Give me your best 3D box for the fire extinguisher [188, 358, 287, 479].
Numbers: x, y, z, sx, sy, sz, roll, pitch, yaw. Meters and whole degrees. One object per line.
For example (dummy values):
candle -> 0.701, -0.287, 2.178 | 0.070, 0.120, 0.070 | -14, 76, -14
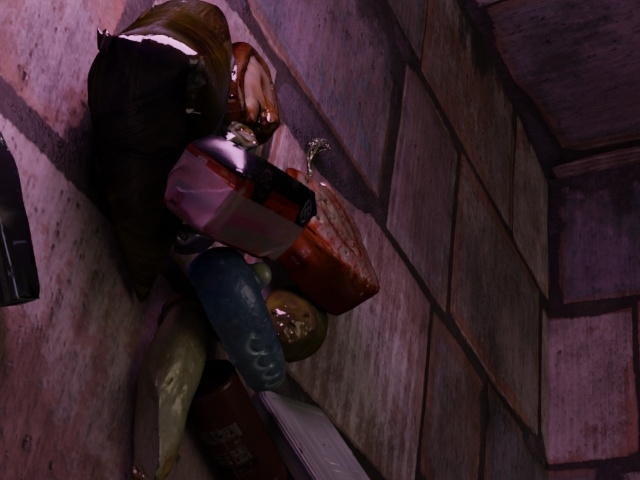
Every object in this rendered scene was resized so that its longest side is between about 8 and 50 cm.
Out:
fire extinguisher -> -0.143, 0.375, 1.764 | 0.147, 0.106, 0.337 | -41, 119, -34

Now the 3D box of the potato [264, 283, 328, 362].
potato -> -0.054, 0.161, 2.013 | 0.251, 0.113, 0.149 | -40, 108, -77

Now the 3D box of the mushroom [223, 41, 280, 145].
mushroom -> -0.161, -0.269, 1.956 | 0.231, 0.138, 0.194 | 27, 42, -72

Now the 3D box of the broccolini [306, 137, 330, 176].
broccolini -> -0.017, -0.148, 2.309 | 0.052, 0.054, 0.194 | 17, 69, -28

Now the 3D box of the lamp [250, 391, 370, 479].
lamp -> -0.002, 0.406, 1.941 | 0.269, 0.047, 0.266 | 53, 10, 30

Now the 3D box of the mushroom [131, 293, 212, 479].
mushroom -> -0.240, 0.227, 1.629 | 0.107, 0.087, 0.333 | 48, 38, -32

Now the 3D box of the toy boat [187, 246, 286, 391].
toy boat -> -0.118, 0.122, 1.749 | 0.330, 0.123, 0.215 | 69, -4, -54

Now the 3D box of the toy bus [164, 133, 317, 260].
toy bus -> -0.119, -0.061, 1.614 | 0.147, 0.127, 0.303 | -58, 158, 0

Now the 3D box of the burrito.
burrito -> -0.177, -0.084, 1.751 | 0.144, 0.089, 0.229 | -98, -148, -72

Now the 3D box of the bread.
bread -> 0.000, 0.002, 2.081 | 0.295, 0.114, 0.328 | 65, 14, 19

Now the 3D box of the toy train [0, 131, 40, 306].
toy train -> -0.431, -0.038, 1.391 | 0.055, 0.048, 0.252 | 3, 72, -59

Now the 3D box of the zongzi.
zongzi -> -0.253, -0.167, 1.715 | 0.403, 0.208, 0.432 | -79, 174, -65
